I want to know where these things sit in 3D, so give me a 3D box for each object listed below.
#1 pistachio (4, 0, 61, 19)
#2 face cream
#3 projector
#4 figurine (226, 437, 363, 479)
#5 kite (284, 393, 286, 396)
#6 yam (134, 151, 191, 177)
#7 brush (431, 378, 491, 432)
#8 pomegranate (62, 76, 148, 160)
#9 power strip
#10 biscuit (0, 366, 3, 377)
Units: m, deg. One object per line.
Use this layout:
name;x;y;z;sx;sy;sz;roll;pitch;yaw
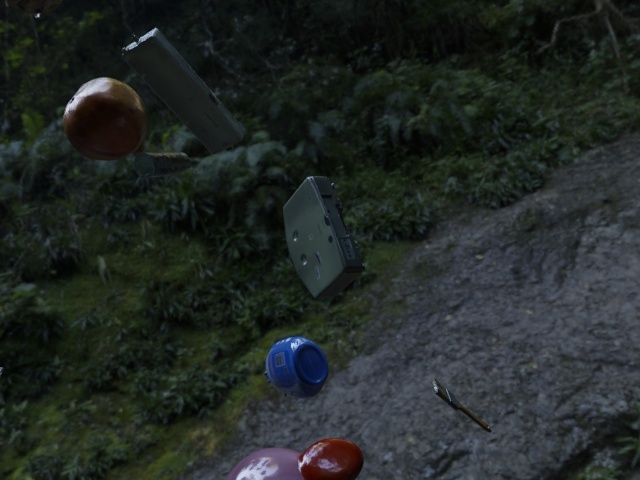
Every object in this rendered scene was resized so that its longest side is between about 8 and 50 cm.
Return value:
pistachio;-0.603;-0.632;1.331;0.293;0.182;0.162;-49;-39;17
face cream;-0.067;0.310;1.458;0.083;0.149;0.264;-20;-6;-26
projector;0.000;0.000;1.477;0.088;0.270;0.193;-2;-29;-36
figurine;-0.081;0.507;1.173;0.261;0.211;0.270;-41;22;47
kite;-0.080;0.418;1.900;0.127;0.016;0.229;-39;-24;-32
yam;-0.415;-0.200;1.600;0.068;0.068;0.169;-20;-2;25
brush;0.280;0.330;1.190;0.014;0.170;0.043;-45;18;16
pomegranate;-0.649;-0.359;1.878;0.252;0.229;0.270;-33;-51;20
power strip;-0.327;-0.355;1.464;0.106;0.043;0.367;-21;-48;24
biscuit;-0.600;0.251;0.893;0.238;0.062;0.108;-36;-4;-13
